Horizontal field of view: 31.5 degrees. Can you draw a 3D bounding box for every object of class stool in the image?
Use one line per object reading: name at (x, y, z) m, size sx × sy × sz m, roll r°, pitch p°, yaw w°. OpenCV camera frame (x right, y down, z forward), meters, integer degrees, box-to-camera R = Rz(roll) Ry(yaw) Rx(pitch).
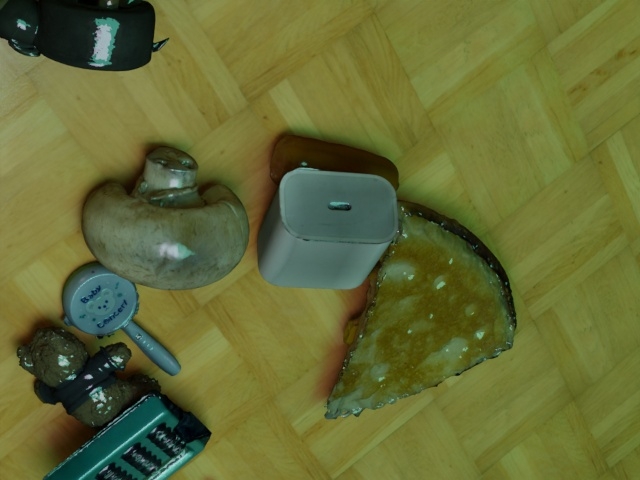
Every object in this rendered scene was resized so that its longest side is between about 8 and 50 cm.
stool at (-0.323, -0.307, 1.526) m, size 0.228 × 0.153 × 0.139 m, roll -2°, pitch 114°, yaw -27°

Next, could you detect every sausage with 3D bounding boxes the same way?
sausage at (0.028, -0.107, 1.845) m, size 0.238 × 0.098 × 0.098 m, roll 11°, pitch 108°, yaw -33°

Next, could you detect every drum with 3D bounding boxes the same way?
drum at (-0.324, 0.145, 1.805) m, size 0.130 × 0.049 × 0.253 m, roll -30°, pitch 123°, yaw -13°

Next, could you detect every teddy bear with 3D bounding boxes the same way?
teddy bear at (-0.355, 0.228, 1.767) m, size 0.182 × 0.129 × 0.251 m, roll -38°, pitch 125°, yaw 11°

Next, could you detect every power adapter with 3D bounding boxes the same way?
power adapter at (0.000, 0.000, 1.816) m, size 0.187 × 0.124 × 0.255 m, roll 4°, pitch 154°, yaw -14°

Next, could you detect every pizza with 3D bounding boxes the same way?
pizza at (0.213, 0.128, 2.048) m, size 0.392 × 0.080 × 0.434 m, roll 1°, pitch 121°, yaw -32°

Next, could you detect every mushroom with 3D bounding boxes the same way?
mushroom at (-0.217, -0.022, 1.698) m, size 0.254 × 0.189 × 0.195 m, roll -2°, pitch 116°, yaw -30°

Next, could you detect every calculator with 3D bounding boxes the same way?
calculator at (-0.304, 0.359, 1.841) m, size 0.248 × 0.058 × 0.274 m, roll -39°, pitch 157°, yaw -8°
